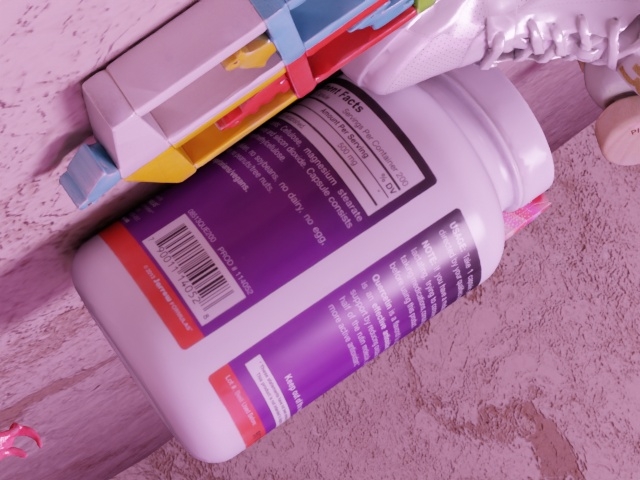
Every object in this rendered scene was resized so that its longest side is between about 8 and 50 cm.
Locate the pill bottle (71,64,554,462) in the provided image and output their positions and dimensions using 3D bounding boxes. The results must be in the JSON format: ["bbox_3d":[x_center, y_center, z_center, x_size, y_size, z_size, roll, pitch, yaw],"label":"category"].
[{"bbox_3d":[0.000,0.000,0.985,0.323,0.181,0.181,-34,173,-11],"label":"pill bottle"}]

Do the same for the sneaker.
[{"bbox_3d":[0.169,-0.140,0.906,0.292,0.169,0.108,-33,175,-8],"label":"sneaker"}]

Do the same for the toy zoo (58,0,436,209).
[{"bbox_3d":[-0.018,-0.112,0.755,0.293,0.030,0.192,-35,174,1],"label":"toy zoo"}]

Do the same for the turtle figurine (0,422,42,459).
[{"bbox_3d":[-0.282,0.142,0.914,0.175,0.118,0.234,-30,177,-40],"label":"turtle figurine"}]

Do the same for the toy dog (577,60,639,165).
[{"bbox_3d":[0.397,-0.231,1.471,0.334,0.220,0.161,-44,141,9],"label":"toy dog"}]

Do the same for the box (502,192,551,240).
[{"bbox_3d":[0.094,-0.010,1.521,0.142,0.154,0.300,-31,171,-31],"label":"box"}]
